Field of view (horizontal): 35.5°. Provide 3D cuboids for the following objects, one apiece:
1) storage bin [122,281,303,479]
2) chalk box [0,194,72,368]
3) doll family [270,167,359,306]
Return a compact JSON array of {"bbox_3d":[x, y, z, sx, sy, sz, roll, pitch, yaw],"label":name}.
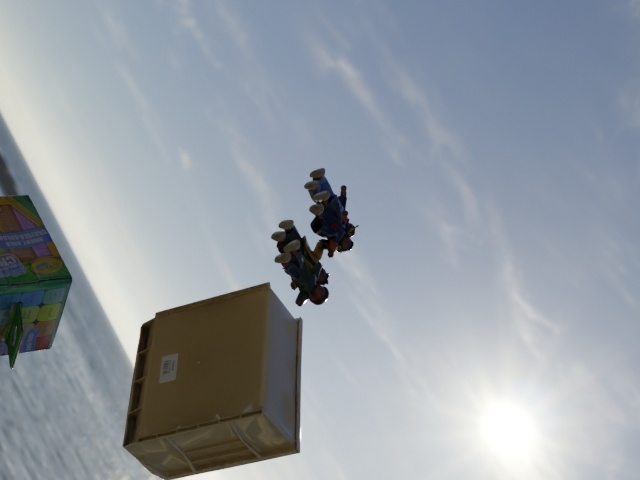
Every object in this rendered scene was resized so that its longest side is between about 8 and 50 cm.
[{"bbox_3d":[-0.173,0.231,1.640,0.123,0.260,0.262,57,24,-43],"label":"storage bin"},{"bbox_3d":[-0.401,0.060,1.250,0.213,0.132,0.132,54,-49,32],"label":"chalk box"},{"bbox_3d":[0.000,0.000,1.274,0.076,0.193,0.111,8,-35,45],"label":"doll family"}]
